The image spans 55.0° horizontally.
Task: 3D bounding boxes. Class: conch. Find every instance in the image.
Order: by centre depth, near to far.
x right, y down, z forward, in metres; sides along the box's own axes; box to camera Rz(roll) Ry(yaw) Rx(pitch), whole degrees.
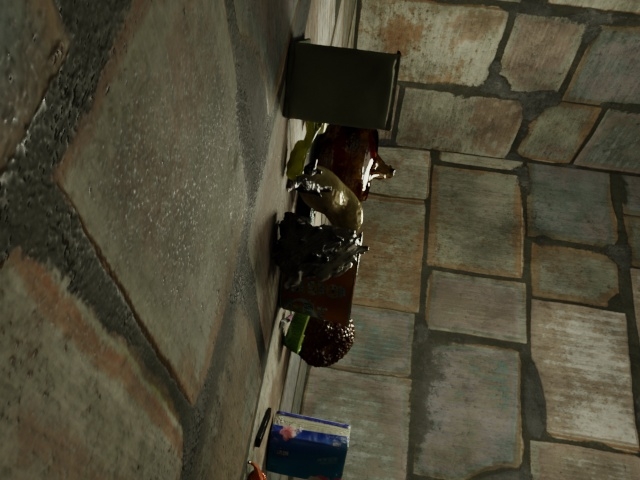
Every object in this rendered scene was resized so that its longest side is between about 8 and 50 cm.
[{"bbox_3d":[-0.001,0.031,1.540,0.313,0.241,0.186,55,28,-66],"label":"conch"}]

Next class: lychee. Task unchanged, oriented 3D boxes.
[{"bbox_3d":[0.003,0.350,2.372,0.271,0.271,0.271,8,90,-86],"label":"lychee"}]

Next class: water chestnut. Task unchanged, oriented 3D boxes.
[{"bbox_3d":[0.130,-0.292,2.293,0.350,0.302,0.350,9,90,-82],"label":"water chestnut"}]

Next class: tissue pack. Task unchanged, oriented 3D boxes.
[{"bbox_3d":[-0.043,0.712,2.095,0.137,0.270,0.209,-72,172,-63],"label":"tissue pack"}]

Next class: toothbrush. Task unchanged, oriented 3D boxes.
[{"bbox_3d":[-0.109,0.264,2.027,0.286,0.020,0.025,26,81,-86],"label":"toothbrush"}]

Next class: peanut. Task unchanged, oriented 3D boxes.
[{"bbox_3d":[0.035,-0.118,1.850,0.253,0.122,0.137,40,33,-31],"label":"peanut"}]

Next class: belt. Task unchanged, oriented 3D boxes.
[{"bbox_3d":[-0.041,-0.111,1.941,0.105,0.058,0.140,-70,169,-57],"label":"belt"}]

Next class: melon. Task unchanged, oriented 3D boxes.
[{"bbox_3d":[-0.077,0.295,2.036,0.118,0.064,0.209,-51,161,-63],"label":"melon"}]

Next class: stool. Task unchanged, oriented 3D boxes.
[{"bbox_3d":[0.059,-0.375,1.451,0.269,0.244,0.170,-72,170,-69],"label":"stool"}]

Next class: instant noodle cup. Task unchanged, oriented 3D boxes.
[{"bbox_3d":[0.000,0.101,1.826,0.296,0.214,0.296,9,90,-86],"label":"instant noodle cup"}]

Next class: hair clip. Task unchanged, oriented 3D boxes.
[{"bbox_3d":[-0.039,-0.229,1.512,0.173,0.046,0.072,-62,-157,6],"label":"hair clip"}]

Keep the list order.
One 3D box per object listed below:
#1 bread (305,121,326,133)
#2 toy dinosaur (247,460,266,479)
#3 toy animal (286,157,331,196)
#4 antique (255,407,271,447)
[{"bbox_3d":[-0.006,-0.409,1.753,0.188,0.068,0.125,95,5,-50],"label":"bread"},{"bbox_3d":[-0.171,0.682,1.679,0.101,0.055,0.279,-116,-156,-53],"label":"toy dinosaur"},{"bbox_3d":[-0.041,-0.159,1.674,0.105,0.070,0.202,64,29,1],"label":"toy animal"},{"bbox_3d":[-0.165,0.540,1.785,0.192,0.015,0.031,-66,163,-79],"label":"antique"}]
